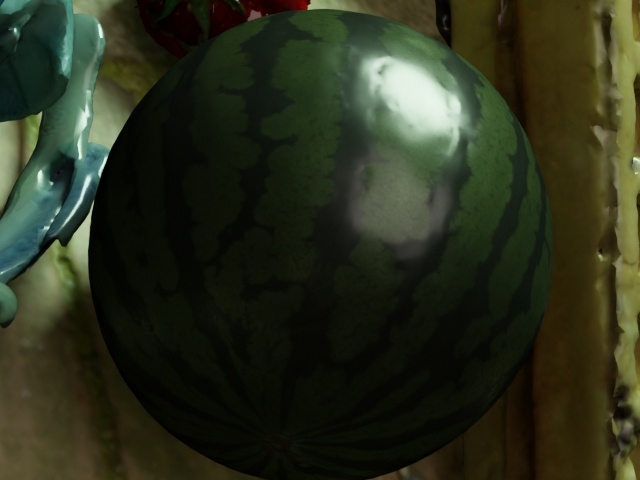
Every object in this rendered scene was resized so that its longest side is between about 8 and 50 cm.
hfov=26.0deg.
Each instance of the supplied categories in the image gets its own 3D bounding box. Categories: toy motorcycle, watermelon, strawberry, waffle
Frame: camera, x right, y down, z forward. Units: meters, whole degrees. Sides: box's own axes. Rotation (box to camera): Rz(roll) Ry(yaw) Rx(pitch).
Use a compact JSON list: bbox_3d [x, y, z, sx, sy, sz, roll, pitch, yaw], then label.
[{"bbox_3d":[-0.178,-0.071,0.582,0.206,0.154,0.260,58,35,-25],"label":"toy motorcycle"},{"bbox_3d":[0.000,0.000,0.619,0.212,0.212,0.212,20,52,-28],"label":"watermelon"},{"bbox_3d":[-0.051,-0.141,0.752,0.106,0.106,0.106,20,52,-28],"label":"strawberry"},{"bbox_3d":[0.192,-0.023,0.762,0.261,0.114,0.376,1,86,-41],"label":"waffle"}]
